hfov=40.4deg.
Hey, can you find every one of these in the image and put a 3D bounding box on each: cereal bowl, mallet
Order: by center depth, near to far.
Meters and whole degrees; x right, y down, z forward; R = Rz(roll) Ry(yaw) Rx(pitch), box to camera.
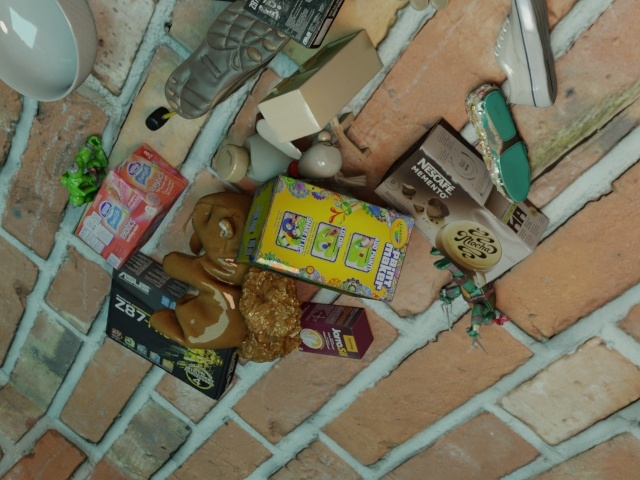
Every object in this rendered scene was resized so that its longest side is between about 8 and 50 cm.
[{"bbox_3d":[-0.634,-0.493,1.956,0.339,0.141,0.338,17,131,21],"label":"cereal bowl"},{"bbox_3d":[-0.314,-0.302,1.983,0.190,0.062,0.039,-18,115,25],"label":"mallet"}]

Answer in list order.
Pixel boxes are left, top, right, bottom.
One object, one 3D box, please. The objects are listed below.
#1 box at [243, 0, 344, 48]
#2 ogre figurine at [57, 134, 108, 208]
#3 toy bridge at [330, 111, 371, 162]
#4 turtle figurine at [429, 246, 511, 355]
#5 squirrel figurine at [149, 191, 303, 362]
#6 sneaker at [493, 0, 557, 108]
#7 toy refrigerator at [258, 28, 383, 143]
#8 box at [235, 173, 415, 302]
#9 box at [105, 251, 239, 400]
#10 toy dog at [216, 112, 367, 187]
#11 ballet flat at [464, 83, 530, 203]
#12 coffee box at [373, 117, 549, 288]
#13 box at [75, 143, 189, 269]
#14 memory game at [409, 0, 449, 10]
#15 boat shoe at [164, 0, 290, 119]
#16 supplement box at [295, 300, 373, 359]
[{"bbox_3d":[-0.031,-0.463,1.582,0.147,0.077,0.180,32,109,6],"label":"box"},{"bbox_3d":[-0.598,-0.164,2.214,0.097,0.118,0.197,38,135,1],"label":"ogre figurine"},{"bbox_3d":[0.046,-0.241,1.770,0.026,0.063,0.188,-8,120,37],"label":"toy bridge"},{"bbox_3d":[0.313,0.120,1.855,0.234,0.118,0.175,61,173,-19],"label":"turtle figurine"},{"bbox_3d":[-0.178,0.081,2.045,0.397,0.281,0.370,31,121,25],"label":"squirrel figurine"},{"bbox_3d":[0.338,-0.338,1.479,0.091,0.094,0.258,1,125,27],"label":"sneaker"},{"bbox_3d":[0.004,-0.292,1.609,0.102,0.269,0.094,-12,117,40],"label":"toy refrigerator"},{"bbox_3d":[0.000,0.000,1.760,0.279,0.177,0.290,17,175,-11],"label":"box"},{"bbox_3d":[-0.407,0.239,2.430,0.395,0.097,0.318,30,132,10],"label":"box"},{"bbox_3d":[-0.069,-0.198,1.811,0.334,0.220,0.160,2,87,32],"label":"toy dog"},{"bbox_3d":[0.333,-0.184,1.632,0.077,0.091,0.240,24,139,60],"label":"ballet flat"},{"bbox_3d":[0.277,-0.071,1.716,0.297,0.119,0.168,43,137,-5],"label":"coffee box"},{"bbox_3d":[-0.478,-0.081,2.185,0.154,0.142,0.300,41,136,-2],"label":"box"},{"bbox_3d":[0.181,-0.489,1.519,0.186,0.012,0.186,18,133,21],"label":"memory game"},{"bbox_3d":[-0.166,-0.386,1.752,0.355,0.130,0.132,-34,94,24],"label":"boat shoe"},{"bbox_3d":[0.023,0.221,2.144,0.188,0.081,0.104,4,126,31],"label":"supplement box"}]
